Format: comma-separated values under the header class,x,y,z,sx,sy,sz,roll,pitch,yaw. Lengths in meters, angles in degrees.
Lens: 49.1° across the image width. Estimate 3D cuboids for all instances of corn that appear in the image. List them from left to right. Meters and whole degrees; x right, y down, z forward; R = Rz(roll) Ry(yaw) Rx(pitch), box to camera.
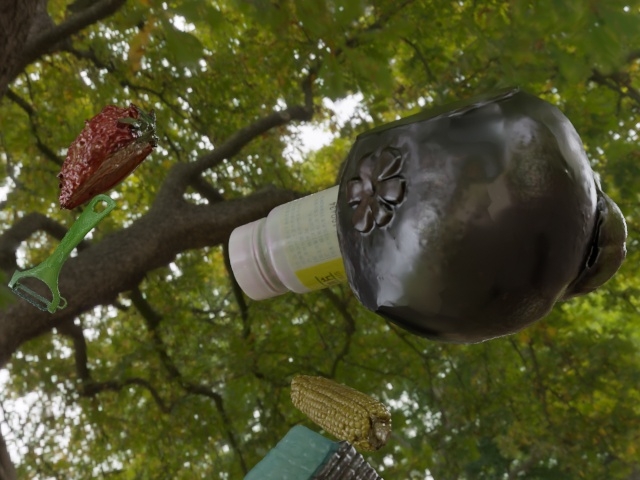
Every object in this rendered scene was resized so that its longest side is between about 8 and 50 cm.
class,x,y,z,sx,sy,sz,roll,pitch,yaw
corn,0.043,0.390,1.610,0.119,0.322,0.119,-8,-78,-41

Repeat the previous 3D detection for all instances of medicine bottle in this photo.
class,x,y,z,sx,sy,sz,roll,pitch,yaw
medicine bottle,0.000,0.000,1.585,0.379,0.213,0.213,-17,-29,22

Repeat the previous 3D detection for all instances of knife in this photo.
class,x,y,z,sx,sy,sz,roll,pitch,yaw
knife,-0.313,0.009,0.882,0.166,0.078,0.022,-58,-2,-18

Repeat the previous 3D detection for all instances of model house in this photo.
class,x,y,z,sx,sy,sz,roll,pitch,yaw
model house,0.003,0.450,1.030,0.280,0.249,0.229,-32,-40,-58

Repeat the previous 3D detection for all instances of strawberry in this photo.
class,x,y,z,sx,sy,sz,roll,pitch,yaw
strawberry,-0.411,-0.162,1.326,0.228,0.098,0.174,-44,-6,17

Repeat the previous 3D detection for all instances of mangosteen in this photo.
class,x,y,z,sx,sy,sz,roll,pitch,yaw
mangosteen,0.160,-0.031,0.703,0.288,0.233,0.287,-20,3,1
